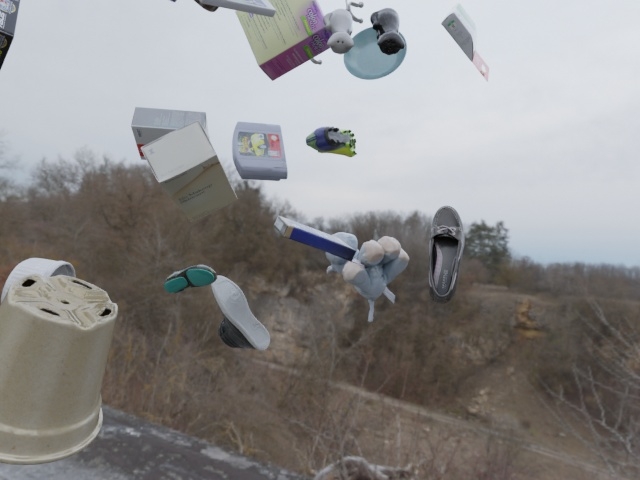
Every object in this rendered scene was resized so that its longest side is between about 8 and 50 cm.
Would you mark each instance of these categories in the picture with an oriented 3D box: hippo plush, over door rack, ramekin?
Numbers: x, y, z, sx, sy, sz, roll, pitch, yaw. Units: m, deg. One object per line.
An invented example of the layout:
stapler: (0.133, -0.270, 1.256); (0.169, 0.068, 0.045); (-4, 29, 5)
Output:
hippo plush: (0.148, 0.067, 1.807); (0.236, 0.234, 0.294); (42, -13, 45)
over door rack: (0.034, -0.830, 1.925); (0.108, 0.324, 0.239); (13, -38, -42)
ramekin: (-0.793, 0.146, 1.477); (0.109, 0.207, 0.207); (15, -1, -1)

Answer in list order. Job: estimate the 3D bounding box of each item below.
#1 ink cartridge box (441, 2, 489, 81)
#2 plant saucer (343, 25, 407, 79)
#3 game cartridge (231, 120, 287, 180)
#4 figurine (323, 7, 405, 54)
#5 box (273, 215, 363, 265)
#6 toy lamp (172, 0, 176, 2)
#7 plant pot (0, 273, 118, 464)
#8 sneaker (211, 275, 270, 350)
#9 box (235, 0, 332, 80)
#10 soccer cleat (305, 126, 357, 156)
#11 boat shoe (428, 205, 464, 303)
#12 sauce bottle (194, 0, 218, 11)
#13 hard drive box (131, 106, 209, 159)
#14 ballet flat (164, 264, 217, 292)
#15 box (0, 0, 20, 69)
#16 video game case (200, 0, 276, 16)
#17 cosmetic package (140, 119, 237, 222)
ink cartridge box: (0.463, -0.606, 1.603); (0.224, 0.056, 0.181); (45, 35, -11)
plant saucer: (0.168, -0.561, 1.598); (0.195, 0.194, 0.037); (10, -15, 20)
game cartridge: (-0.234, -0.342, 1.980); (0.196, 0.294, 0.060); (-1, -40, -12)
figurine: (0.115, -0.554, 1.418); (0.215, 0.092, 0.209); (0, 38, 0)
box: (0.000, 0.000, 1.344); (0.225, 0.036, 0.136); (22, 6, -20)
toy lamp: (-0.479, -0.966, 1.818); (0.080, 0.274, 0.080); (24, 10, -5)
plant pot: (-0.607, 0.254, 1.161); (0.334, 0.305, 0.334); (23, 12, -5)
sneaker: (-0.298, 0.247, 1.706); (0.147, 0.295, 0.104); (-15, 27, 36)
box: (-0.106, -0.664, 1.641); (0.243, 0.213, 0.117); (-27, -14, 13)
soccer cleat: (0.044, -0.352, 1.895); (0.121, 0.093, 0.289); (-10, -4, 25)
boat shoe: (0.410, 0.038, 1.711); (0.112, 0.335, 0.095); (5, -13, 11)
sauce bottle: (-0.203, -0.745, 1.360); (0.344, 0.111, 0.111); (-32, -25, 28)
hard drive box: (-0.504, -0.355, 1.795); (0.232, 0.089, 0.181); (3, -29, -4)
ballet flat: (-0.353, 0.096, 1.458); (0.189, 0.070, 0.070); (-14, -13, 28)
box: (-0.789, -0.524, 1.277); (0.060, 0.270, 0.216); (15, -37, -39)
video game case: (-0.220, -0.572, 1.163); (0.201, 0.023, 0.183); (-14, 61, -46)
cosmetic package: (-0.336, -0.172, 1.401); (0.160, 0.113, 0.309); (-28, -14, -6)
